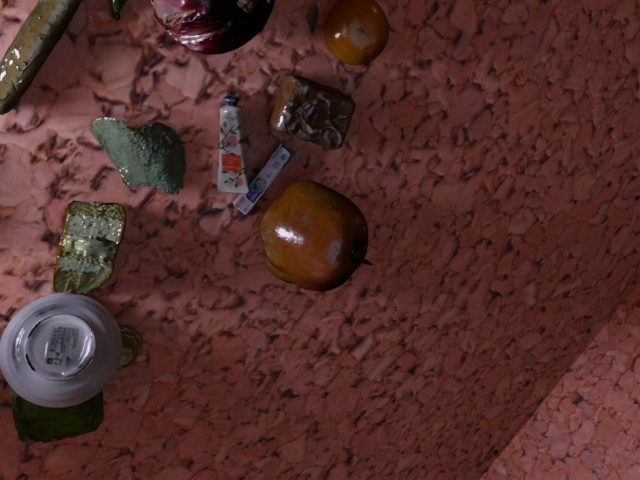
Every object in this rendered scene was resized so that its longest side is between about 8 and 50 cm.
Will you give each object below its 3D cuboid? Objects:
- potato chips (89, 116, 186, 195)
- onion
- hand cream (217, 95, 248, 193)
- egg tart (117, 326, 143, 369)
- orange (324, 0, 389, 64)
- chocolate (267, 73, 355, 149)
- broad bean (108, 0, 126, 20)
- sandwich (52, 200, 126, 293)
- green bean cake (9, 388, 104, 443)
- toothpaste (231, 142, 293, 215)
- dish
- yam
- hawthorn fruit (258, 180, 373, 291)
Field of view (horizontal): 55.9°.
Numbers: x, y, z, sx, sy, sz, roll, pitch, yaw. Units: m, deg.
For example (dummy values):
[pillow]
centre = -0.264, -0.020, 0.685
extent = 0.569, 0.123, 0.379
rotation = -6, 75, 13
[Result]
[potato chips]
centre = -0.398, -0.194, 1.339
extent = 0.228, 0.059, 0.167
rotation = 8, 119, -32
[onion]
centre = -0.192, -0.520, 1.168
extent = 0.314, 0.232, 0.314
rotation = -33, 132, -45
[hand cream]
centre = -0.211, -0.223, 1.431
extent = 0.080, 0.050, 0.234
rotation = 6, 115, 7
[egg tart]
centre = -0.505, 0.277, 1.516
extent = 0.130, 0.052, 0.131
rotation = -12, 116, -25
[orange]
centre = 0.083, -0.493, 1.419
extent = 0.156, 0.124, 0.156
rotation = -3, 105, -13
[chocolate]
centre = -0.012, -0.308, 1.476
extent = 0.214, 0.093, 0.149
rotation = 11, 109, -33
[broad bean]
centre = -0.354, -0.556, 1.189
extent = 0.065, 0.046, 0.255
rotation = 32, 98, -43
[sandwich]
centre = -0.520, 0.033, 1.341
extent = 0.122, 0.128, 0.236
rotation = 11, 107, -25
[green bean cake]
centre = -0.629, 0.377, 1.449
extent = 0.200, 0.113, 0.214
rotation = -8, 125, -20
[toothpaste]
centre = -0.147, -0.155, 1.509
extent = 0.047, 0.040, 0.196
rotation = 37, 92, -33
[dish]
centre = -0.578, 0.239, 1.346
extent = 0.260, 0.085, 0.261
rotation = 5, 74, -19
[yam]
centre = -0.546, -0.381, 1.153
extent = 0.317, 0.071, 0.067
rotation = -54, 170, 6
[hawthorn fruit]
centre = 0.000, 0.000, 1.505
extent = 0.267, 0.300, 0.268
rotation = -33, 135, -41
